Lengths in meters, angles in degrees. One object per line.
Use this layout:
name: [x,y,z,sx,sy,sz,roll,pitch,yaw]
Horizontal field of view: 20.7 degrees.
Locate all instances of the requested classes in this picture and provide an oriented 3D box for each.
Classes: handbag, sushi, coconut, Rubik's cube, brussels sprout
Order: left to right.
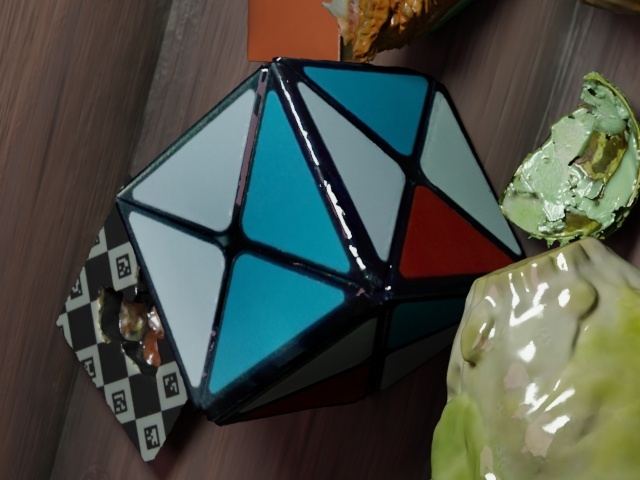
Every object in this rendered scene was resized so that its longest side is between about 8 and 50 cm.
sushi: [-0.177,0.085,1.885,0.231,0.047,0.220,52,126,34]
handbag: [-0.011,-0.270,1.734,0.127,0.063,0.190,6,97,42]
Rubik's cube: [0.000,0.000,1.596,0.246,0.250,0.248,-39,68,34]
coconut: [0.228,-0.058,1.522,0.158,0.055,0.133,-41,65,35]
brussels sprout: [0.216,0.157,1.395,0.242,0.273,0.317,0,85,64]

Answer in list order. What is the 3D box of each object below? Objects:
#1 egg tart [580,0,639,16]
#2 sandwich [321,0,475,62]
egg tart: [0.228,-0.299,1.366,0.352,0.150,0.352,160,90,-83]
sandwich: [0.096,-0.254,1.576,0.185,0.160,0.109,-35,84,40]
